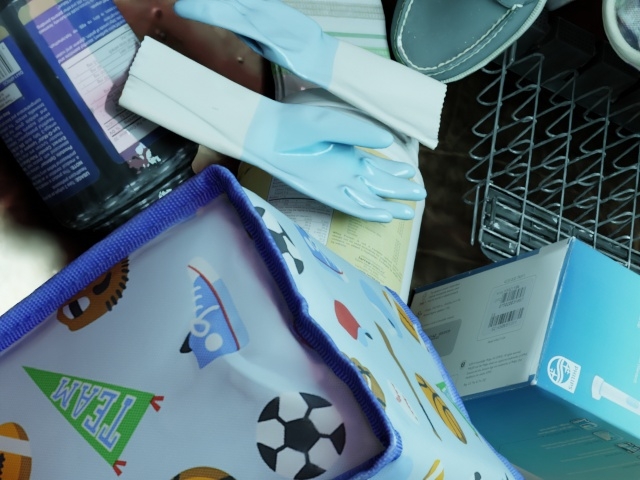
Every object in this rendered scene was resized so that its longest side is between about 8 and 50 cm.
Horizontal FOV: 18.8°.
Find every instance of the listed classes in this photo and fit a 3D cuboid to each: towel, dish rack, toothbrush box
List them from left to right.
[{"bbox_3d":[0.005,-0.161,1.573,0.113,0.023,0.152,1,76,-33],"label":"towel"},{"bbox_3d":[0.206,-0.059,1.618,0.208,0.074,0.271,23,60,-23],"label":"dish rack"},{"bbox_3d":[0.231,0.133,1.519,0.295,0.216,0.126,29,65,-21],"label":"toothbrush box"}]

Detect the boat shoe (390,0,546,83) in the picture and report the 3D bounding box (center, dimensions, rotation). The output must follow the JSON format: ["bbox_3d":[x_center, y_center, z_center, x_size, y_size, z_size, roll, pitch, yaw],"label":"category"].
[{"bbox_3d":[0.148,-0.248,1.516,0.116,0.319,0.099,45,27,10],"label":"boat shoe"}]

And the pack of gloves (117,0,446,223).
[{"bbox_3d":[-0.012,-0.117,1.388,0.232,0.046,0.195,26,41,-10],"label":"pack of gloves"}]

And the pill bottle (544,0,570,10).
[{"bbox_3d":[0.191,-0.392,1.629,0.204,0.204,0.361,-28,92,-33],"label":"pill bottle"}]

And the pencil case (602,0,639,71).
[{"bbox_3d":[0.365,-0.131,1.594,0.410,0.160,0.183,35,57,-56],"label":"pencil case"}]

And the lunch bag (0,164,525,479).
[{"bbox_3d":[-0.113,0.164,1.167,0.239,0.385,0.328,57,10,24],"label":"lunch bag"}]

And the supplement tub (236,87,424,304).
[{"bbox_3d":[0.000,0.000,1.443,0.144,0.144,0.199,29,52,-22],"label":"supplement tub"}]

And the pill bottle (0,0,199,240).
[{"bbox_3d":[-0.165,-0.086,1.389,0.123,0.123,0.219,-37,99,-32],"label":"pill bottle"}]
